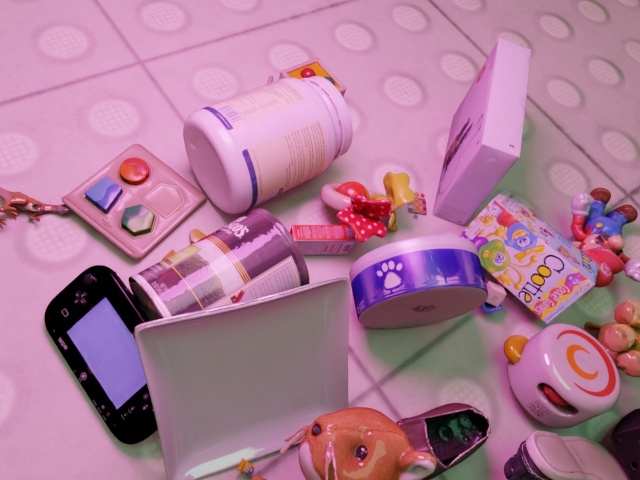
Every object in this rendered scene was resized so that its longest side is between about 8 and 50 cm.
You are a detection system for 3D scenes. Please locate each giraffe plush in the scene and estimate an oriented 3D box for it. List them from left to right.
[{"bbox_3d":[0.687,0.223,1.163,0.210,0.170,0.181,-30,82,-22],"label":"giraffe plush"}]

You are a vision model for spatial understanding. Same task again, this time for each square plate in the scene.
[{"bbox_3d":[-0.113,0.235,0.891,0.344,0.347,0.049,-12,30,-21],"label":"square plate"}]

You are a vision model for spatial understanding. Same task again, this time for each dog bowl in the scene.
[{"bbox_3d":[0.196,0.092,1.053,0.265,0.265,0.104,-2,64,-15],"label":"dog bowl"}]

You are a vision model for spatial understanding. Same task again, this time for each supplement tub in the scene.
[{"bbox_3d":[-0.113,-0.224,1.169,0.325,0.235,0.235,-29,72,-27],"label":"supplement tub"}]

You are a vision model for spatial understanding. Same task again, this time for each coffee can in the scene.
[{"bbox_3d":[-0.188,0.088,0.994,0.275,0.201,0.201,-32,73,-27],"label":"coffee can"}]

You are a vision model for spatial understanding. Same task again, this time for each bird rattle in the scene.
[{"bbox_3d":[0.092,-0.076,1.186,0.207,0.143,0.254,23,29,29],"label":"bird rattle"}]

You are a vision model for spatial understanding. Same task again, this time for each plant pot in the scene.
[{"bbox_3d":[0.697,0.419,1.022,0.167,0.187,0.188,-1,61,-31],"label":"plant pot"}]

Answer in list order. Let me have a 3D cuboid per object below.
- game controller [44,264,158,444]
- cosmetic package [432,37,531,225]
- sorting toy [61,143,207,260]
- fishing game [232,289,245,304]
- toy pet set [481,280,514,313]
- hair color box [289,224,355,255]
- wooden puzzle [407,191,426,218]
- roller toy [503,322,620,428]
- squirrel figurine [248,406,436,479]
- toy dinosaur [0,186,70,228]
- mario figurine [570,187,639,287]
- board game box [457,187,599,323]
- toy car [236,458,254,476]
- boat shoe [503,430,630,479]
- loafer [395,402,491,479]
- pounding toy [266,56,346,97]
[{"bbox_3d":[-0.370,0.201,0.939,0.166,0.067,0.319,-39,74,-5],"label":"game controller"},{"bbox_3d":[0.402,-0.268,1.299,0.098,0.284,0.377,21,58,-3],"label":"cosmetic package"},{"bbox_3d":[-0.360,-0.067,1.123,0.307,0.041,0.229,37,56,5],"label":"sorting toy"},{"bbox_3d":[-0.081,0.207,0.950,0.264,0.041,0.189,36,85,-34],"label":"fishing game"},{"bbox_3d":[0.401,0.123,1.223,0.122,0.065,0.114,24,23,-4],"label":"toy pet set"},{"bbox_3d":[0.000,0.000,1.168,0.141,0.072,0.043,1,60,-15],"label":"hair color box"},{"bbox_3d":[0.245,-0.090,1.320,0.050,0.006,0.083,8,60,-10],"label":"wooden puzzle"},{"bbox_3d":[0.500,0.285,1.091,0.210,0.146,0.191,9,52,-19],"label":"roller toy"},{"bbox_3d":[0.055,0.452,0.778,0.397,0.281,0.370,32,78,-16],"label":"squirrel figurine"},{"bbox_3d":[-0.629,-0.082,1.070,0.212,0.064,0.112,26,34,-10],"label":"toy dinosaur"},{"bbox_3d":[0.726,-0.014,1.301,0.198,0.170,0.320,9,43,31],"label":"mario figurine"},{"bbox_3d":[0.476,0.030,1.205,0.275,0.142,0.144,44,32,13],"label":"board game box"},{"bbox_3d":[-0.130,0.447,0.894,0.041,0.060,0.122,37,61,-30],"label":"toy car"},{"bbox_3d":[0.485,0.461,1.006,0.340,0.113,0.127,21,31,-32],"label":"boat shoe"},{"bbox_3d":[0.161,0.384,0.957,0.366,0.130,0.133,-20,68,-24],"label":"loafer"},{"bbox_3d":[-0.071,-0.402,1.364,0.206,0.094,0.181,-30,72,-27],"label":"pounding toy"}]
